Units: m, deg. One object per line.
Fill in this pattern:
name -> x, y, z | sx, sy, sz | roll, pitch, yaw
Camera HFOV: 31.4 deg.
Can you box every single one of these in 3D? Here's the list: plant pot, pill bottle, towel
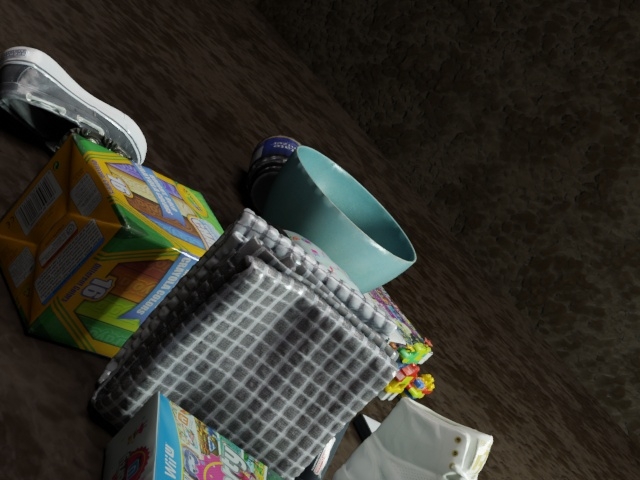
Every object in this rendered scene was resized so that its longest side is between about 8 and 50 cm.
plant pot -> 0.000, 0.000, 2.033 | 0.290, 0.195, 0.290 | 41, 14, -13
pill bottle -> -0.087, -0.128, 2.293 | 0.123, 0.123, 0.219 | 41, 17, -14
towel -> -0.079, 0.144, 1.249 | 0.235, 0.283, 0.121 | 39, 16, -15

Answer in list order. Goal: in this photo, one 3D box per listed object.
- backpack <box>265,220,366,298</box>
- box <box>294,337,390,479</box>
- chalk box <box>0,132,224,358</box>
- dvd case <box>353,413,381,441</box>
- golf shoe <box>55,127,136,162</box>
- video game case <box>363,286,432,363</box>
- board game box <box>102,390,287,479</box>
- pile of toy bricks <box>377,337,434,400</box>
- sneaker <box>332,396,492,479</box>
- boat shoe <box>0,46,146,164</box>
backpack -> -0.028, 0.063, 1.531 | 0.182, 0.115, 0.152 | 40, 18, -36
box -> -0.029, 0.180, 1.435 | 0.175, 0.220, 0.051 | 36, -14, -33
chalk box -> -0.219, 0.031, 1.387 | 0.289, 0.180, 0.179 | 26, 23, -48
dvd case -> 0.167, 0.379, 1.787 | 0.253, 0.022, 0.180 | 33, 18, -39
golf shoe -> -0.282, -0.056, 1.665 | 0.273, 0.105, 0.120 | 46, -2, -19
video game case -> 0.102, 0.137, 2.239 | 0.232, 0.042, 0.210 | 52, 17, 27
board game box -> -0.079, 0.320, 1.140 | 0.303, 0.097, 0.224 | 38, 15, -20
pile of toy bricks -> 0.157, 0.217, 2.038 | 0.118, 0.105, 0.212 | 51, 16, 23
sneaker -> 0.164, 0.310, 1.332 | 0.292, 0.169, 0.108 | 40, 7, 26
boat shoe -> -0.370, -0.167, 1.701 | 0.301, 0.108, 0.102 | 46, 41, -52
